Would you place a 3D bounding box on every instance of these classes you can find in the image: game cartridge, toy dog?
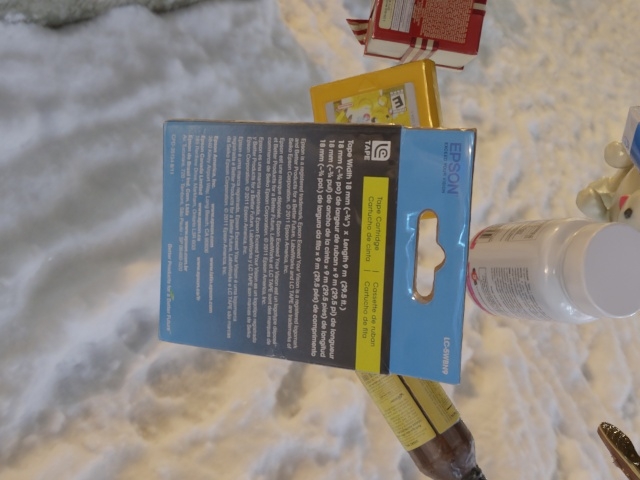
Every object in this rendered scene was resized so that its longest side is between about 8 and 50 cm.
[{"bbox_3d":[0.124,-0.192,1.667,0.053,0.285,0.323,-4,86,-61],"label":"game cartridge"},{"bbox_3d":[0.741,-0.053,1.691,0.395,0.284,0.408,40,29,5],"label":"toy dog"}]

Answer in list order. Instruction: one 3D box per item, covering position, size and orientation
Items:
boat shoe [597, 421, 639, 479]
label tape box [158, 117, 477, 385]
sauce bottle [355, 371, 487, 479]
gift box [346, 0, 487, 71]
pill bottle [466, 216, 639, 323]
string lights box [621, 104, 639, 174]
[{"bbox_3d":[0.705,0.506,1.846,0.064,0.060,0.178,-6,45,-35],"label":"boat shoe"},{"bbox_3d":[0.000,0.000,0.816,0.106,0.334,0.240,-11,105,-66],"label":"label tape box"},{"bbox_3d":[0.173,0.301,1.283,0.344,0.111,0.111,59,32,8],"label":"sauce bottle"},{"bbox_3d":[0.203,-0.506,1.668,0.276,0.255,0.258,14,4,0],"label":"gift box"},{"bbox_3d":[0.359,0.046,1.221,0.160,0.283,0.160,1,88,-23],"label":"pill bottle"},{"bbox_3d":[0.533,-0.085,1.093,0.077,0.133,0.259,80,1,-51],"label":"string lights box"}]
